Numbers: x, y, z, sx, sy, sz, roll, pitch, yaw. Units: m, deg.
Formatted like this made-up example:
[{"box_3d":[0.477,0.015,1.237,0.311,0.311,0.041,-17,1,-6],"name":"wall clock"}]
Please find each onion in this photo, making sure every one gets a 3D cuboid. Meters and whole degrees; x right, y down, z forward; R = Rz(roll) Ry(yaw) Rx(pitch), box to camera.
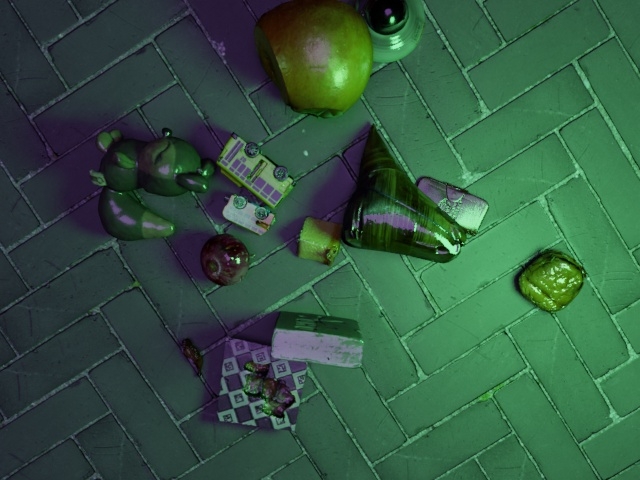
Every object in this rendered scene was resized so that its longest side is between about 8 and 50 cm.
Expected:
[{"box_3d":[-0.318,0.064,1.781,0.177,0.153,0.177,2,110,6],"name":"onion"}]

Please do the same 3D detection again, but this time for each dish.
[{"box_3d":[0.214,-0.735,1.735,0.273,0.134,0.273,0,92,0],"name":"dish"}]

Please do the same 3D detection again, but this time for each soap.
[{"box_3d":[-0.010,0.318,1.723,0.285,0.296,0.107,8,94,-2],"name":"soap"}]

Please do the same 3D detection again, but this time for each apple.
[{"box_3d":[-0.024,-0.558,1.665,0.384,0.374,0.374,6,94,29],"name":"apple"}]

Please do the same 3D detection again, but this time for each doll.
[{"box_3d":[-0.534,-0.182,1.759,0.382,0.252,0.379,12,126,2],"name":"doll"}]

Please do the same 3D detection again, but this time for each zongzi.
[{"box_3d":[0.299,-0.156,1.741,0.403,0.208,0.432,12,78,7],"name":"zongzi"}]

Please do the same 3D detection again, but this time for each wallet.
[{"box_3d":[0.440,-0.123,1.824,0.255,0.031,0.137,22,97,0],"name":"wallet"}]

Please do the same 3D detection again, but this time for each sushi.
[{"box_3d":[-0.205,0.497,1.851,0.292,0.059,0.294,10,94,-1],"name":"sushi"}]

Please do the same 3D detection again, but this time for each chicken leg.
[{"box_3d":[-0.442,0.409,1.857,0.062,0.037,0.145,-30,93,24],"name":"chicken leg"}]

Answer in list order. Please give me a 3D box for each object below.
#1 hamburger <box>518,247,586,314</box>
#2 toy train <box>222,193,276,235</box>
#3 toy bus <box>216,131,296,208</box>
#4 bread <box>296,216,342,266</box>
[{"box_3d":[0.787,0.136,1.796,0.183,0.130,0.206,40,95,0],"name":"hamburger"},{"box_3d":[-0.245,-0.090,1.808,0.188,0.072,0.099,25,99,-2],"name":"toy train"},{"box_3d":[-0.216,-0.230,1.769,0.262,0.128,0.150,38,93,-3],"name":"toy bus"},{"box_3d":[0.000,0.000,1.818,0.147,0.127,0.152,18,60,1],"name":"bread"}]
